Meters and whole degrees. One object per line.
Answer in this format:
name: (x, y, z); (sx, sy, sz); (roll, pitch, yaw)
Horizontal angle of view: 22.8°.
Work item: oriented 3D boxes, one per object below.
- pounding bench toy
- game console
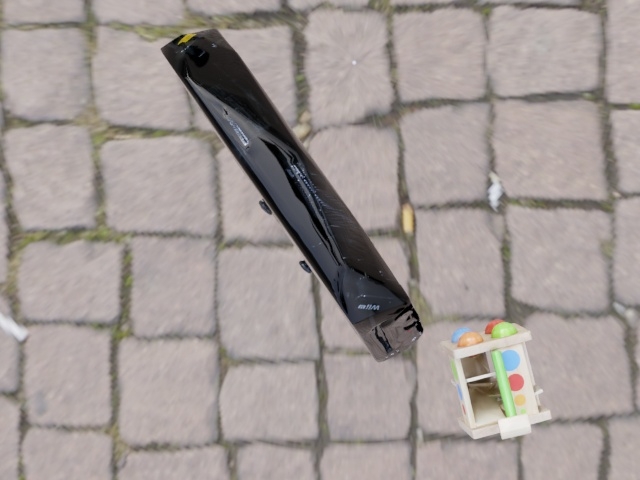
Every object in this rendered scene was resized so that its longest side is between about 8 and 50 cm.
pounding bench toy: (0.112, 0.087, 1.005); (0.052, 0.083, 0.065); (-14, 94, -4)
game console: (0.000, 0.000, 1.066); (0.044, 0.361, 0.213); (-35, 73, -1)
